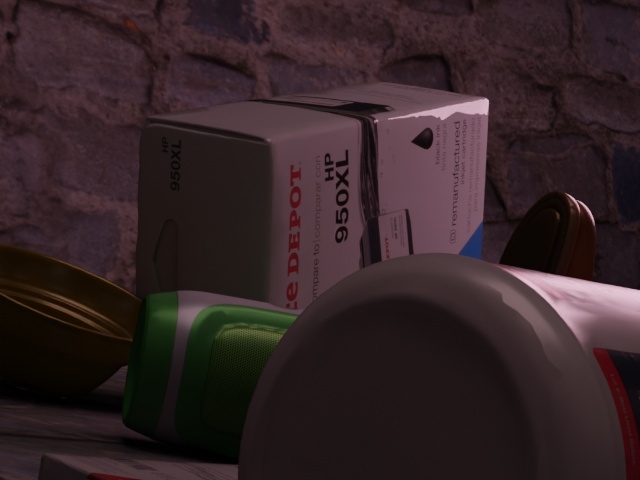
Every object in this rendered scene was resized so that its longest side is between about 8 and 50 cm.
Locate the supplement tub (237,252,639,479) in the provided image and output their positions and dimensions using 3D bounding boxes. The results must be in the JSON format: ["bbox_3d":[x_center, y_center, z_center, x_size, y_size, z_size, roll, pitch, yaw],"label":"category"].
[{"bbox_3d":[0.113,0.112,0.833,0.191,0.191,0.272,10,0,41],"label":"supplement tub"}]

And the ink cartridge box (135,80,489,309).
[{"bbox_3d":[0.000,0.000,1.869,0.166,0.285,0.395,11,16,36],"label":"ink cartridge box"}]

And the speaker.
[{"bbox_3d":[-0.005,0.121,1.464,0.296,0.131,0.131,10,0,-10],"label":"speaker"}]

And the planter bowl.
[{"bbox_3d":[-0.252,0.085,1.666,0.217,0.090,0.217,23,10,-4],"label":"planter bowl"}]

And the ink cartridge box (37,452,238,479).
[{"bbox_3d":[-0.064,0.147,0.916,0.135,0.056,0.099,10,1,-40],"label":"ink cartridge box"}]

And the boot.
[{"bbox_3d":[0.256,0.096,1.520,0.220,0.283,0.109,3,17,-14],"label":"boot"}]
